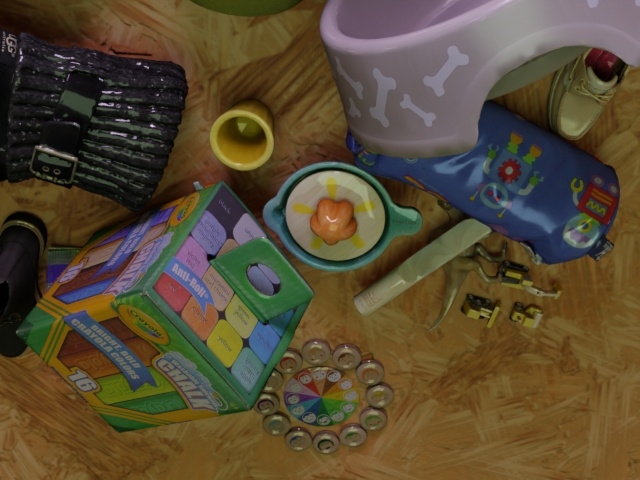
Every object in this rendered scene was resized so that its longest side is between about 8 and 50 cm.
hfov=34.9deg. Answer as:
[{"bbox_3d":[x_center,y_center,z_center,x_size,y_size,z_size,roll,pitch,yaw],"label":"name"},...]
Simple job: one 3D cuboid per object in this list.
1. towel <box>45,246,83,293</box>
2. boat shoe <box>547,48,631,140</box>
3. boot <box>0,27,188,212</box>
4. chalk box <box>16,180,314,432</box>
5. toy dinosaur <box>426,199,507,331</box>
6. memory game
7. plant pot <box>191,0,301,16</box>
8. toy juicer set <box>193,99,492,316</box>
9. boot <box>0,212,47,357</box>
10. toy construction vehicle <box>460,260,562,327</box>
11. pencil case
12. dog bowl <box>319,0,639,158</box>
[{"bbox_3d":[-0.300,0.046,1.226,0.060,0.009,0.083,2,119,-15],"label":"towel"},{"bbox_3d":[0.288,-0.176,1.067,0.063,0.059,0.170,14,119,-7],"label":"boat shoe"},{"bbox_3d":[-0.313,-0.083,1.095,0.260,0.131,0.348,12,141,-28],"label":"boot"},{"bbox_3d":[-0.142,0.072,1.090,0.289,0.179,0.180,-18,121,40],"label":"chalk box"},{"bbox_3d":[0.170,0.020,1.197,0.093,0.053,0.183,6,113,16],"label":"toy dinosaur"},{"bbox_3d":[0.003,0.205,1.317,0.186,0.012,0.186,1,120,1],"label":"memory game"},{"bbox_3d":[-0.057,-0.356,0.881,0.275,0.274,0.293,7,135,-3],"label":"plant pot"},{"bbox_3d":[0.000,0.000,1.140,0.329,0.089,0.209,27,118,-8],"label":"toy juicer set"},{"bbox_3d":[-0.372,0.083,1.183,0.077,0.137,0.198,8,121,-4],"label":"boot"},{"bbox_3d":[0.230,0.073,1.224,0.098,0.035,0.086,18,119,-9],"label":"toy construction vehicle"},{"bbox_3d":[0.172,-0.080,1.088,0.306,0.119,0.133,27,94,-12],"label":"pencil case"},{"bbox_3d":[0.153,-0.221,0.892,0.349,0.349,0.102,-26,119,15],"label":"dog bowl"}]
